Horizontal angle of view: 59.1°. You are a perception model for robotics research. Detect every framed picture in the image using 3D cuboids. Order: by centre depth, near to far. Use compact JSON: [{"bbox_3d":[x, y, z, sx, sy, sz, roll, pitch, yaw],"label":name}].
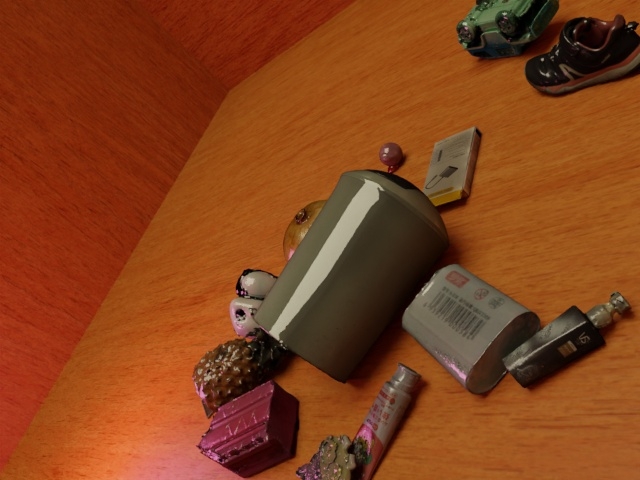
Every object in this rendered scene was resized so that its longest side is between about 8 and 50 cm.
[{"bbox_3d":[-0.296,0.438,1.542,0.066,0.006,0.089,-50,28,-2],"label":"framed picture"}]

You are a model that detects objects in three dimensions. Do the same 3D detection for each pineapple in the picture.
[{"bbox_3d":[-0.157,0.282,1.408,0.340,0.169,0.169,-38,29,7],"label":"pineapple"}]

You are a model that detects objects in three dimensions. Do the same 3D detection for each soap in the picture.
[{"bbox_3d":[-0.171,0.434,1.275,0.249,0.099,0.162,-32,33,27],"label":"soap"}]

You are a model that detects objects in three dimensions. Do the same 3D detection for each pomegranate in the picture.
[{"bbox_3d":[0.000,0.000,1.455,0.215,0.215,0.215,-34,31,25],"label":"pomegranate"}]

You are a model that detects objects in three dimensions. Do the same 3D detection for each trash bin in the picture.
[{"bbox_3d":[0.075,0.058,1.216,0.432,0.280,0.280,-55,29,-5],"label":"trash bin"}]

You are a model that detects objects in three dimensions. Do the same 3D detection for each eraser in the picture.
[{"bbox_3d":[0.264,0.153,1.034,0.174,0.081,0.227,-52,29,2],"label":"eraser"}]

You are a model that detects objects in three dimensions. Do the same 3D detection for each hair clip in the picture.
[{"bbox_3d":[0.017,0.445,1.037,0.146,0.056,0.187,-50,30,11],"label":"hair clip"}]

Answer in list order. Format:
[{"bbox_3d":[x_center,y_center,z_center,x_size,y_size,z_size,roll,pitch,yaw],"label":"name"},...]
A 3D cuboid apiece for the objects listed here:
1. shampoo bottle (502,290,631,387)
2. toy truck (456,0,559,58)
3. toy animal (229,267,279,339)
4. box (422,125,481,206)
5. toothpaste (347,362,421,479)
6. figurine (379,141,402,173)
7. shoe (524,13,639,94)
[{"bbox_3d":[0.387,0.152,0.887,0.207,0.057,0.064,-38,22,15],"label":"shampoo bottle"},{"bbox_3d":[0.502,-0.593,1.532,0.155,0.156,0.278,-53,29,-8],"label":"toy truck"},{"bbox_3d":[-0.160,0.180,1.531,0.165,0.138,0.179,10,62,9],"label":"toy animal"},{"bbox_3d":[0.321,-0.171,1.399,0.129,0.033,0.247,-17,42,43],"label":"box"},{"bbox_3d":[0.112,0.343,1.051,0.234,0.057,0.089,-62,28,-2],"label":"toothpaste"},{"bbox_3d":[0.203,-0.247,1.616,0.066,0.071,0.083,-26,34,34],"label":"figurine"},{"bbox_3d":[0.565,-0.415,1.246,0.290,0.137,0.114,1,55,56],"label":"shoe"}]
